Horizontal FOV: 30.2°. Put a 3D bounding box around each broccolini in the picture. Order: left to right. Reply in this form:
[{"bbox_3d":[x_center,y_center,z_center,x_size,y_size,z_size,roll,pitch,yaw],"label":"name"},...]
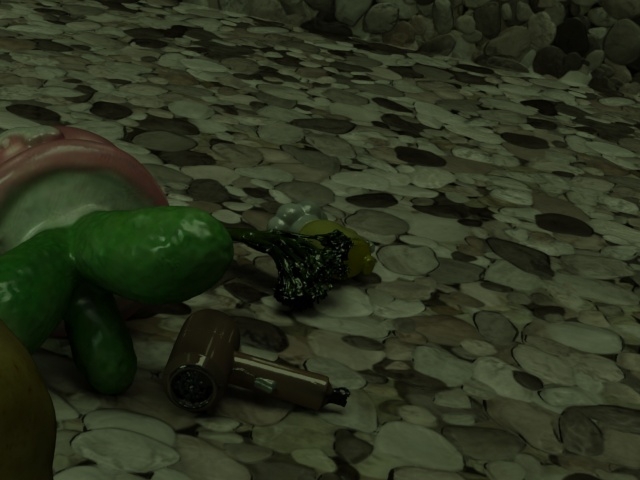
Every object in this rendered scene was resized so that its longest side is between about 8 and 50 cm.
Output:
[{"bbox_3d":[-0.098,0.032,1.406,0.271,0.062,0.123,3,34,10],"label":"broccolini"}]

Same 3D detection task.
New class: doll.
[{"bbox_3d":[0.000,0.000,1.506,0.106,0.062,0.162,-7,30,-35],"label":"doll"}]

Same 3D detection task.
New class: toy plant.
[{"bbox_3d":[-0.267,0.020,1.169,0.317,0.211,0.356,-20,31,-12],"label":"toy plant"}]

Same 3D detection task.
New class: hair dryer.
[{"bbox_3d":[-0.059,0.134,1.165,0.181,0.064,0.117,16,23,-2],"label":"hair dryer"}]

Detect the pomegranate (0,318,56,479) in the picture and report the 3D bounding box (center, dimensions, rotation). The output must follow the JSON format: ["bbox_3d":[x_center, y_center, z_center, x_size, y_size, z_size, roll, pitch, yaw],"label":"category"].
[{"bbox_3d":[-0.316,0.147,0.710,0.319,0.319,0.319,9,22,-4],"label":"pomegranate"}]
